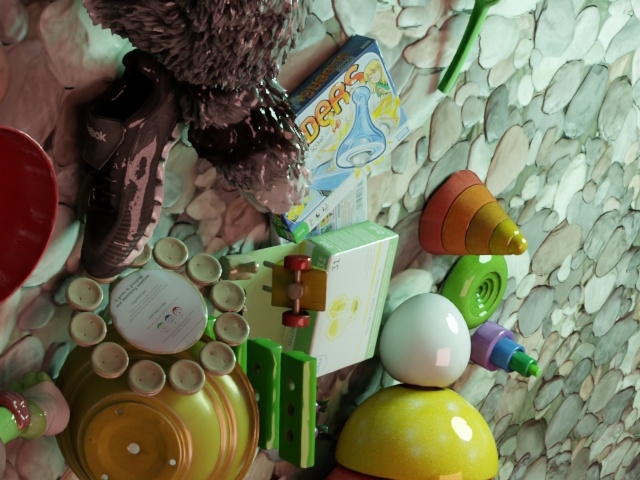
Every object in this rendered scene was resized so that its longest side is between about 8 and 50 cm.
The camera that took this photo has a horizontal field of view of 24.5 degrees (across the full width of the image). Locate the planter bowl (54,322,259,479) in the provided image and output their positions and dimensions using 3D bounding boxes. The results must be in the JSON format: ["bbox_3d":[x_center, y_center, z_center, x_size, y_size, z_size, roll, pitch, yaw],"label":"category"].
[{"bbox_3d":[-0.174,0.192,1.453,0.090,0.217,0.217,-61,168,-74],"label":"planter bowl"}]

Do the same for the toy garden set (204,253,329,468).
[{"bbox_3d":[-0.061,0.102,1.519,0.049,0.244,0.204,-5,102,-32],"label":"toy garden set"}]

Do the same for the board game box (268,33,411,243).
[{"bbox_3d":[0.007,-0.112,1.616,0.201,0.035,0.136,-45,133,-22],"label":"board game box"}]

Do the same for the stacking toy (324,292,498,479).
[{"bbox_3d":[0.128,0.307,1.888,0.350,0.350,0.480,4,94,-51],"label":"stacking toy"}]

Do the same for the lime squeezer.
[{"bbox_3d":[0.180,-0.313,1.691,0.110,0.059,0.310,-36,138,-31],"label":"lime squeezer"}]

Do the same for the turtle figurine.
[{"bbox_3d":[-0.364,0.165,1.319,0.266,0.274,0.198,15,78,-73],"label":"turtle figurine"}]

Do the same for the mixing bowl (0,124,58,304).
[{"bbox_3d":[-0.322,-0.028,1.240,0.181,0.098,0.181,-28,132,-36],"label":"mixing bowl"}]

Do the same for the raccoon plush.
[{"bbox_3d":[-0.009,-0.215,1.268,0.216,0.299,0.446,-58,134,-25],"label":"raccoon plush"}]

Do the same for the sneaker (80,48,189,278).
[{"bbox_3d":[-0.189,-0.080,1.389,0.106,0.078,0.234,21,93,-51],"label":"sneaker"}]

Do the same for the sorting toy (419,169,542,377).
[{"bbox_3d":[0.239,0.068,1.957,0.127,0.126,0.365,-44,140,-22],"label":"sorting toy"}]

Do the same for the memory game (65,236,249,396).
[{"bbox_3d":[-0.160,0.072,1.446,0.186,0.186,0.012,-32,162,-34],"label":"memory game"}]

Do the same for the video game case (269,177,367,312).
[{"bbox_3d":[0.000,0.000,1.714,0.143,0.019,0.157,-31,135,-34],"label":"video game case"}]

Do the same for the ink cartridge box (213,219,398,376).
[{"bbox_3d":[-0.020,0.080,1.684,0.235,0.056,0.171,-16,126,-45],"label":"ink cartridge box"}]
